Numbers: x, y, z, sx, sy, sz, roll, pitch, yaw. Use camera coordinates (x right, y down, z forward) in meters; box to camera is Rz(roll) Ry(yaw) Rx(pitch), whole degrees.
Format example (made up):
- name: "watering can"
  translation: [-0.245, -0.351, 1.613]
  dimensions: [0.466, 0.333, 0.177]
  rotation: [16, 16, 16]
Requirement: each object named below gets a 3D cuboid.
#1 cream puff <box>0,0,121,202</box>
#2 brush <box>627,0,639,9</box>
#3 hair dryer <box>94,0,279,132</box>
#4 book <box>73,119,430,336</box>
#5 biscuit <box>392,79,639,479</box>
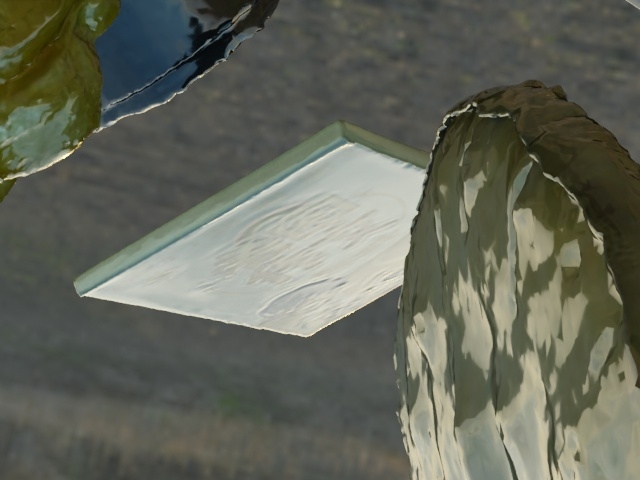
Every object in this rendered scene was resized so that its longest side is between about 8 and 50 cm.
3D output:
- name: "cream puff"
  translation: [-0.080, -0.035, 0.328]
  dimensions: [0.083, 0.083, 0.058]
  rotation: [-33, 171, 33]
- name: "brush"
  translation: [0.256, -0.112, 1.274]
  dimensions: [0.072, 0.067, 0.313]
  rotation: [-19, -131, -27]
- name: "hair dryer"
  translation: [-0.148, -0.081, 0.530]
  dimensions: [0.197, 0.251, 0.089]
  rotation: [54, 156, -18]
- name: "book"
  translation: [0.000, 0.000, 1.290]
  dimensions: [0.208, 0.020, 0.295]
  rotation: [-30, 160, 22]
- name: "biscuit"
  translation: [0.047, 0.032, 0.488]
  dimensions: [0.038, 0.141, 0.290]
  rotation: [-6, 166, -8]
